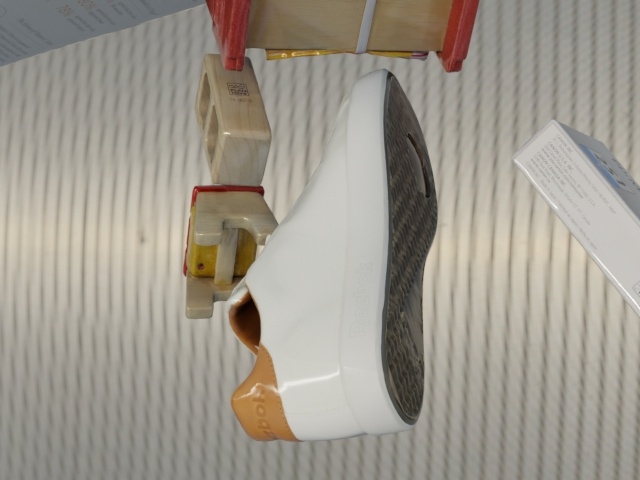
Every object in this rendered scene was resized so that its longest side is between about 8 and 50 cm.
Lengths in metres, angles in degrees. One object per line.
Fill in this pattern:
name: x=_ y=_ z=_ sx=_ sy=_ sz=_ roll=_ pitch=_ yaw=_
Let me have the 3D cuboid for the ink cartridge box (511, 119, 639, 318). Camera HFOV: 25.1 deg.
ink cartridge box: x=0.345 y=0.024 z=1.446 sx=0.066 sy=0.261 sz=0.296 roll=-44 pitch=64 yaw=18

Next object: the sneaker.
sneaker: x=0.000 y=0.000 z=0.882 sx=0.123 sy=0.106 sz=0.290 roll=-14 pitch=38 yaw=21

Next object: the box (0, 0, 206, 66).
box: x=-0.251 y=-0.294 z=1.356 sx=0.345 sy=0.215 sz=0.168 roll=-16 pitch=82 yaw=4

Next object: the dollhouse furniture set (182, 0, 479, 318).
dollhouse furniture set: x=-0.008 y=-0.120 z=1.231 sx=0.152 sy=0.201 sz=0.374 roll=-107 pitch=22 yaw=-49
